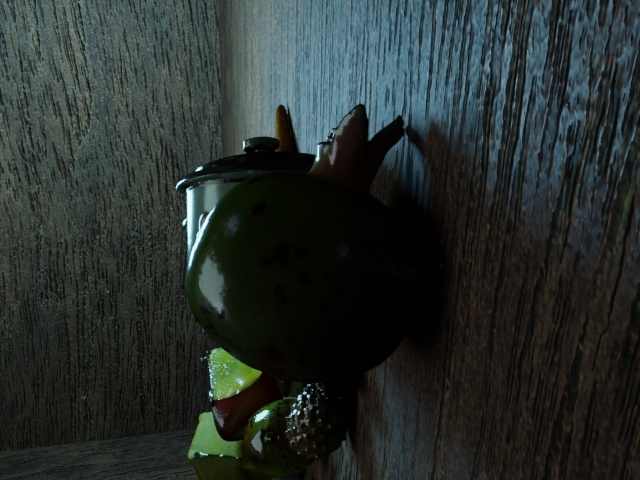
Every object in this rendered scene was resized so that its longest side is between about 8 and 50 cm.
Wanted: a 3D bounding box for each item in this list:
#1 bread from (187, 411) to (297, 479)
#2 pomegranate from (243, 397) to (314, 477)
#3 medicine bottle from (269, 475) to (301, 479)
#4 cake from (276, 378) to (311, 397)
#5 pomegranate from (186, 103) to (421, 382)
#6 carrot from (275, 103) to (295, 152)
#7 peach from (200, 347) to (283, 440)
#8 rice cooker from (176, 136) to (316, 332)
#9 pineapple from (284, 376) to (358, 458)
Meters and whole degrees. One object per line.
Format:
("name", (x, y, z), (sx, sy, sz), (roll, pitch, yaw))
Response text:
("bread", (-0.182, 0.449, 1.959), (0.361, 0.233, 0.245), (88, 174, -61))
("pomegranate", (-0.066, 0.405, 1.722), (0.205, 0.159, 0.159), (48, -154, -55))
("medicine bottle", (-0.056, 0.599, 1.756), (0.250, 0.131, 0.131), (-124, 31, -69))
("cake", (-0.025, 0.167, 1.478), (0.135, 0.112, 0.246), (-168, 74, -76))
("pomegranate", (-0.024, 0.006, 0.988), (0.291, 0.291, 0.323), (-138, 45, -74))
("carrot", (-0.079, -0.183, 1.766), (0.061, 0.061, 0.256), (100, 165, -53))
("peach", (-0.157, 0.340, 1.846), (0.267, 0.154, 0.158), (-116, 5, -68))
("rice cooker", (-0.081, -0.010, 1.285), (0.264, 0.317, 0.316), (6, -104, -57))
("pineapple", (0.009, 0.251, 1.379), (0.119, 0.111, 0.237), (40, 136, 31))
